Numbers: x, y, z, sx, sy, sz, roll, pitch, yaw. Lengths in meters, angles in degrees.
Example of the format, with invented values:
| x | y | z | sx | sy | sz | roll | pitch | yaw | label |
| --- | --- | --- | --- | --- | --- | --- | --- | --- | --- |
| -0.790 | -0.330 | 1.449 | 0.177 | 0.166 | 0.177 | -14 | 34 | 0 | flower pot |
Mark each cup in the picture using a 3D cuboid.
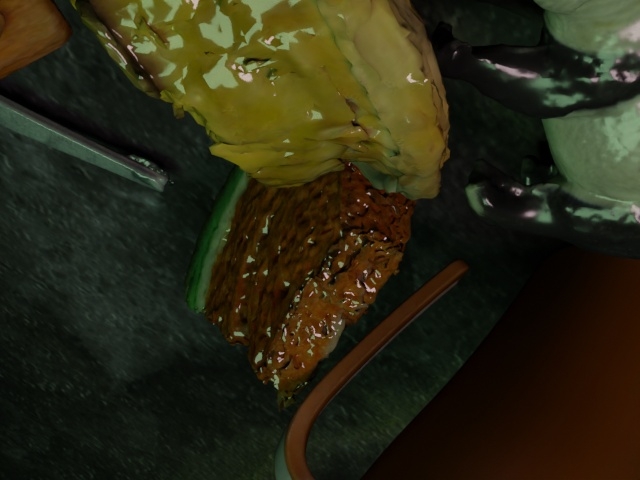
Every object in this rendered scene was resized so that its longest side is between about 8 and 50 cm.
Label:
| x | y | z | sx | sy | sz | roll | pitch | yaw | label |
| --- | --- | --- | --- | --- | --- | --- | --- | --- | --- |
| 0.108 | 0.119 | 0.683 | 0.226 | 0.264 | 0.182 | 35 | 145 | 4 | cup |

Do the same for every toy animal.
| x | y | z | sx | sy | sz | roll | pitch | yaw | label |
| --- | --- | --- | --- | --- | --- | --- | --- | --- | --- |
| 0.127 | -0.072 | 0.578 | 0.121 | 0.094 | 0.225 | 3 | 138 | 27 | toy animal |

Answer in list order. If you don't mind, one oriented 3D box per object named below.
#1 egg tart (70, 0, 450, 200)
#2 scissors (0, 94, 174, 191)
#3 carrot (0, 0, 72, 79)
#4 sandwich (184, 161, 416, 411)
| x | y | z | sx | sy | sz | roll | pitch | yaw | label |
| --- | --- | --- | --- | --- | --- | --- | --- | --- | --- |
| -0.060 | -0.118 | 0.519 | 0.291 | 0.107 | 0.291 | 49 | 174 | 7 | egg tart |
| -0.263 | -0.113 | 0.835 | 0.360 | 0.029 | 0.191 | 23 | 150 | 1 | scissors |
| -0.232 | -0.196 | 0.539 | 0.258 | 0.100 | 0.307 | 43 | 167 | 51 | carrot |
| 0.005 | -0.009 | 0.708 | 0.079 | 0.159 | 0.235 | 12 | 122 | -27 | sandwich |
